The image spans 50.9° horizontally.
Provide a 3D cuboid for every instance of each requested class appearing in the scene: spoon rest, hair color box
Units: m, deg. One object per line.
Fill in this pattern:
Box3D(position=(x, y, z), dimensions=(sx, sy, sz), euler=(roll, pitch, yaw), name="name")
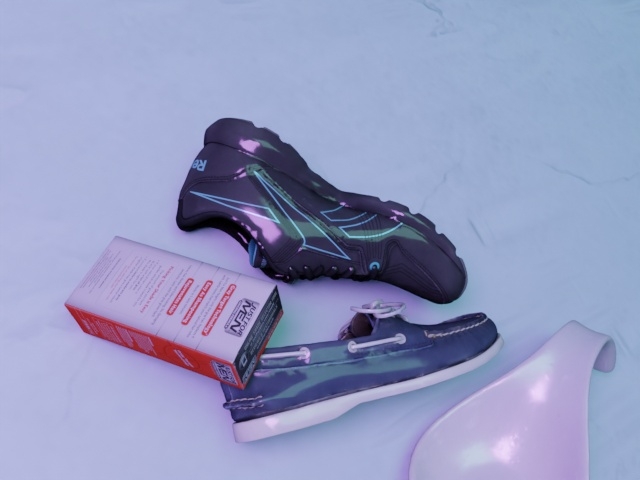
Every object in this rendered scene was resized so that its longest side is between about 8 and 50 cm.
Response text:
Box3D(position=(0.183, 0.156, 0.580), dimensions=(0.137, 0.084, 0.276), euler=(24, 45, 31), name="spoon rest")
Box3D(position=(-0.107, 0.051, 0.498), dimensions=(0.141, 0.043, 0.072), euler=(16, 55, 19), name="hair color box")

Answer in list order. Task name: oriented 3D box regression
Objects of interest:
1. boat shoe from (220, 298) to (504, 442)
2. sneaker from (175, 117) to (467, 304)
Box3D(position=(0.038, 0.091, 0.556), dimensions=(0.254, 0.095, 0.079), euler=(-14, 82, -20), name="boat shoe")
Box3D(position=(0.000, 0.000, 0.594), dimensions=(0.267, 0.101, 0.106), euler=(28, 70, -2), name="sneaker")
